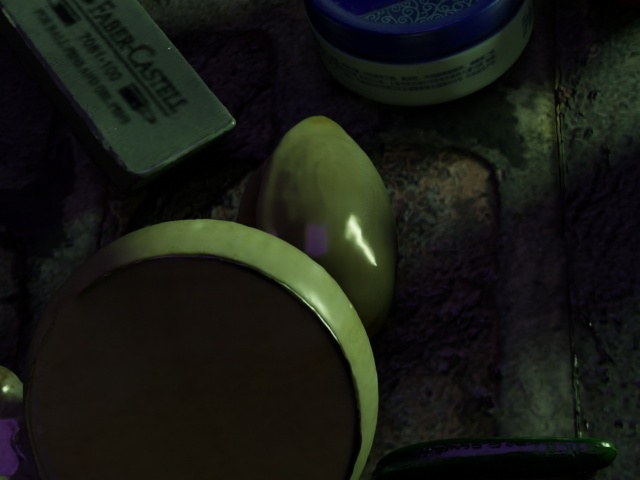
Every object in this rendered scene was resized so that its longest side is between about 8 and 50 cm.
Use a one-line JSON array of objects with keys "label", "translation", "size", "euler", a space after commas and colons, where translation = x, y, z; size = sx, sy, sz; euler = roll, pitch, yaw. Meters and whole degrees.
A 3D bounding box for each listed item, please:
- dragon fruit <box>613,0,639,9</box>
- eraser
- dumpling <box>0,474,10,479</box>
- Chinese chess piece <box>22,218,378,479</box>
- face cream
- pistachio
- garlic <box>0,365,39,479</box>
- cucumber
[{"label": "dragon fruit", "translation": [0.281, -0.307, 1.562], "size": [0.192, 0.193, 0.274], "euler": [-42, 57, 1]}, {"label": "eraser", "translation": [-0.201, -0.164, 1.609], "size": [0.111, 0.077, 0.352], "euler": [-31, 54, -12]}, {"label": "dumpling", "translation": [-0.121, 0.298, 1.206], "size": [0.086, 0.166, 0.332], "euler": [-32, 70, -33]}, {"label": "Chinese chess piece", "translation": [-0.086, 0.112, 1.274], "size": [0.257, 0.257, 0.104], "euler": [-7, 13, 5]}, {"label": "face cream", "translation": [0.088, -0.220, 1.578], "size": [0.205, 0.111, 0.206], "euler": [-5, 51, 6]}, {"label": "pistachio", "translation": [0.000, 0.000, 1.418], "size": [0.144, 0.144, 0.215], "euler": [-5, 46, 6]}, {"label": "garlic", "translation": [-0.259, 0.176, 1.348], "size": [0.147, 0.102, 0.159], "euler": [12, 67, 2]}, {"label": "cucumber", "translation": [0.130, 0.163, 1.328], "size": [0.184, 0.036, 0.033], "euler": [-2, 43, 7]}]
